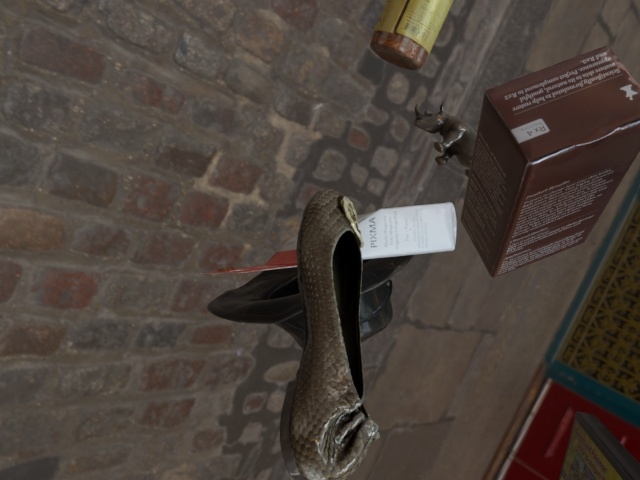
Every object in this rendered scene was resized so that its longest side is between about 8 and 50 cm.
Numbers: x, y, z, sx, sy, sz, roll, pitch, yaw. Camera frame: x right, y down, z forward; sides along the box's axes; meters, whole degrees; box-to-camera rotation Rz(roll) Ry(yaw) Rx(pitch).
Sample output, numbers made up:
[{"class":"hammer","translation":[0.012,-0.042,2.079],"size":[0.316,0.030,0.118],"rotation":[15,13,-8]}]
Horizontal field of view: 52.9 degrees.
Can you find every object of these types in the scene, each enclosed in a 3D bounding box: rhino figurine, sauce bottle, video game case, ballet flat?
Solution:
[{"class":"rhino figurine","translation":[0.286,-0.206,1.350],"size":[0.106,0.243,0.073],"rotation":[-38,161,-17]},{"class":"sauce bottle","translation":[0.075,-0.178,0.423],"size":[0.042,0.042,0.128],"rotation":[20,98,-55]},{"class":"video game case","translation":[0.333,0.372,0.786],"size":[0.275,0.035,0.248],"rotation":[-23,125,-82]},{"class":"ballet flat","translation":[0.016,0.056,0.481],"size":[0.084,0.058,0.250],"rotation":[54,30,-40]}]

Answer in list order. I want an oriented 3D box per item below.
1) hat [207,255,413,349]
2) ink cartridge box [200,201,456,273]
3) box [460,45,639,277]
[{"class":"hat","translation":[0.011,0.096,0.944],"size":[0.331,0.331,0.134],"rotation":[-31,106,-37]},{"class":"ink cartridge box","translation":[0.000,0.000,0.700],"size":[0.232,0.189,0.066],"rotation":[-1,87,-21]},{"class":"box","translation":[0.343,-0.098,0.999],"size":[0.191,0.143,0.381],"rotation":[-20,155,-4]}]
